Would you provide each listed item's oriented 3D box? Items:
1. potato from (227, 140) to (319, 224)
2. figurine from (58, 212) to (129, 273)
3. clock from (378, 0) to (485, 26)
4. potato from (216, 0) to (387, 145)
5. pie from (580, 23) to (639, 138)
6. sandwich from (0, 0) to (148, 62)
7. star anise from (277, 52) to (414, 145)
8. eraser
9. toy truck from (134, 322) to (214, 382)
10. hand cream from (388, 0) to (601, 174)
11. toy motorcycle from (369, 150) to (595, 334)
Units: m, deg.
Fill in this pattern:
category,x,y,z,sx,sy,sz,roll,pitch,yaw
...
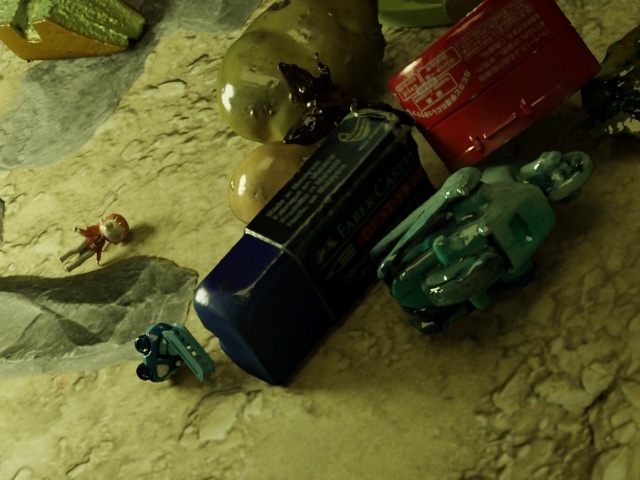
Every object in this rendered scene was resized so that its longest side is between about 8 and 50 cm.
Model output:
category,x,y,z,sx,sy,sz,roll,pitch,yaw
potato,-0.051,-0.072,1.870,0.147,0.112,0.112,-18,42,4
figurine,-0.309,0.002,1.987,0.109,0.064,0.047,-38,19,-22
clock,0.199,-0.408,2.061,0.308,0.096,0.235,7,53,34
potato,-0.018,-0.243,1.975,0.191,0.141,0.296,25,64,13
pie,0.486,-0.186,1.682,0.371,0.078,0.296,22,61,44
sandwich,-0.404,-0.362,2.358,0.235,0.128,0.122,1,58,33
star anise,0.019,-0.147,1.849,0.053,0.212,0.157,-24,40,51
eraser,0.000,0.000,1.725,0.101,0.155,0.332,22,63,42
toy truck,-0.173,0.139,1.760,0.090,0.073,0.056,8,21,25
hand cream,0.202,-0.196,1.731,0.230,0.149,0.230,-39,4,3
toy motorcycle,0.177,-0.013,1.654,0.260,0.154,0.206,-43,18,-24
